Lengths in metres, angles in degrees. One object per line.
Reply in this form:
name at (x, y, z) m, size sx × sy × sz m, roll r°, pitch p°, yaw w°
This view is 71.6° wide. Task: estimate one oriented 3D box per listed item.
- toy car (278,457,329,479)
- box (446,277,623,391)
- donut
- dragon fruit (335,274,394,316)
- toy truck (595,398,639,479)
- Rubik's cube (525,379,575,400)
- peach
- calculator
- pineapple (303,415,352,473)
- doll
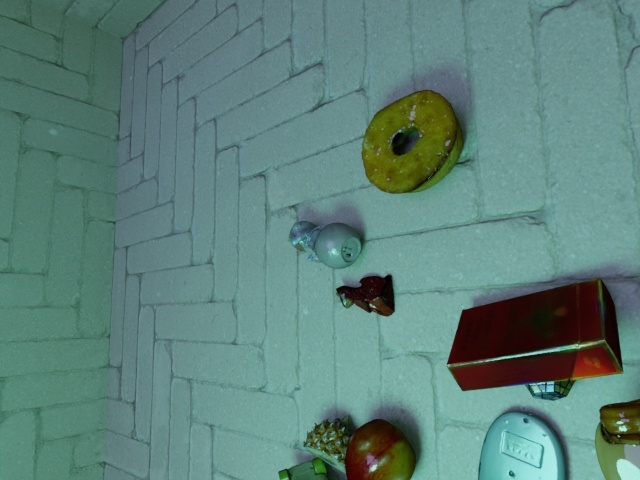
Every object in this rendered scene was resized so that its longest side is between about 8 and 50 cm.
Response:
toy car at (-0.026, 0.797, 1.322) m, size 0.235 × 0.145 × 0.234 m, roll 165°, pitch 90°, yaw -79°
box at (0.444, 0.205, 0.943) m, size 0.314 × 0.197 × 0.089 m, roll -24°, pitch 106°, yaw 38°
donut at (0.260, -0.263, 1.234) m, size 0.303 × 0.110 × 0.302 m, roll -9°, pitch 77°, yaw 43°
dragon fruit at (0.120, 0.153, 1.314) m, size 0.192 × 0.092 × 0.122 m, roll 5°, pitch 88°, yaw 42°
toy truck at (0.634, 0.360, 0.746) m, size 0.288 × 0.212 × 0.204 m, roll -23°, pitch 69°, yaw 34°
Rubik's cube at (0.489, 0.292, 0.963) m, size 0.111 × 0.111 × 0.093 m, roll -23°, pitch 44°, yaw 38°
peach at (0.148, 0.579, 1.171) m, size 0.198 × 0.198 × 0.197 m, roll -7°, pitch 80°, yaw 41°
calculator at (0.449, 0.538, 1.001) m, size 0.186 × 0.041 × 0.298 m, roll 9°, pitch 92°, yaw 42°
pineapple at (0.049, 0.585, 1.314) m, size 0.176 × 0.161 × 0.136 m, roll 1°, pitch 48°, yaw 45°
doll at (0.000, 0.000, 1.422) m, size 0.287 × 0.151 × 0.150 m, roll 16°, pitch 95°, yaw 49°
